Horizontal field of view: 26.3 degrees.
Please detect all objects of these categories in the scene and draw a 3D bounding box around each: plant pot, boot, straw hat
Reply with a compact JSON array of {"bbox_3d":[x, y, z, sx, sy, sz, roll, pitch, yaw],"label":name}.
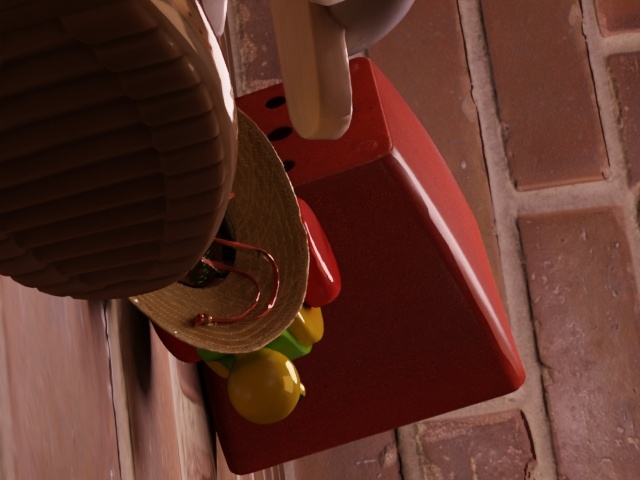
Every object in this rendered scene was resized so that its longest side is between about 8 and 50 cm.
[{"bbox_3d":[0.000,0.000,1.198,0.267,0.267,0.236,-98,168,-57],"label":"plant pot"},{"bbox_3d":[-0.078,-0.125,0.365,0.248,0.090,0.207,77,6,-52],"label":"boot"},{"bbox_3d":[-0.078,-0.003,0.700,0.061,0.144,0.145,-25,-113,46],"label":"straw hat"}]

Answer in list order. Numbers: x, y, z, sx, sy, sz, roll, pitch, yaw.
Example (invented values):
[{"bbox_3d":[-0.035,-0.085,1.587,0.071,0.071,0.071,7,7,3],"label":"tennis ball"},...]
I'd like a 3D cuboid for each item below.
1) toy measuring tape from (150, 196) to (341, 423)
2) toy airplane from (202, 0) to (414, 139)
[{"bbox_3d":[-0.063,-0.025,0.858,0.121,0.121,0.330,83,-9,-55],"label":"toy measuring tape"},{"bbox_3d":[-0.017,-0.305,0.960,0.384,0.272,0.386,-100,-178,-65],"label":"toy airplane"}]
